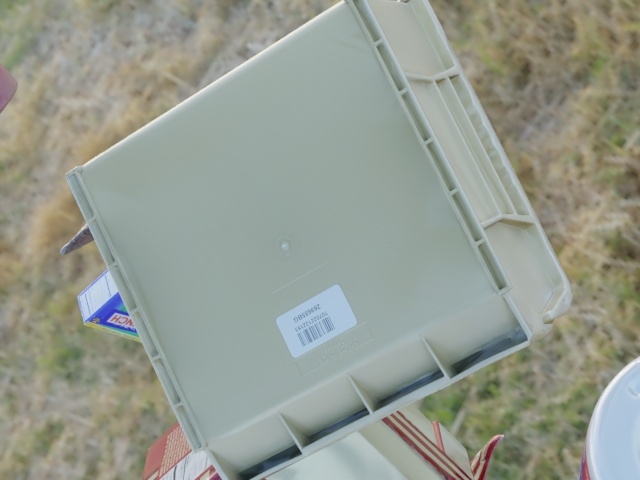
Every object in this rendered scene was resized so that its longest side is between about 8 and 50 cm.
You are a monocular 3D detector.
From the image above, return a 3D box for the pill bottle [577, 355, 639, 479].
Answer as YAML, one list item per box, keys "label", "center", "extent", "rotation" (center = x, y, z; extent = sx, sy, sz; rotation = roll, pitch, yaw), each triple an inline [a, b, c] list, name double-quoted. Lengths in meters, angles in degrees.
- label: "pill bottle"
  center: [0.183, 0.136, 0.804]
  extent: [0.108, 0.193, 0.108]
  rotation: [-2, 62, 4]

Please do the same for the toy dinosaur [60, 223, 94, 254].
- label: "toy dinosaur"
  center: [-0.064, -0.041, 1.300]
  extent: [0.200, 0.296, 0.127]
  rotation: [-50, 44, 43]

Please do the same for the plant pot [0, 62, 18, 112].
- label: "plant pot"
  center: [-0.341, -0.103, 1.080]
  extent: [0.201, 0.180, 0.201]
  rotation: [-39, 16, 14]

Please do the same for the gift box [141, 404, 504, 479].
- label: "gift box"
  center: [0.015, 0.234, 1.402]
  extent: [0.276, 0.258, 0.255]
  rotation: [-41, 14, 15]

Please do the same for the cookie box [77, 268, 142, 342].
- label: "cookie box"
  center: [-0.180, 0.055, 1.626]
  extent: [0.107, 0.092, 0.040]
  rotation: [-40, 49, 29]

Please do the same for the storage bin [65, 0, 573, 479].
- label: "storage bin"
  center: [0.000, 0.000, 1.099]
  extent: [0.262, 0.123, 0.260]
  rotation: [-29, 82, 22]
